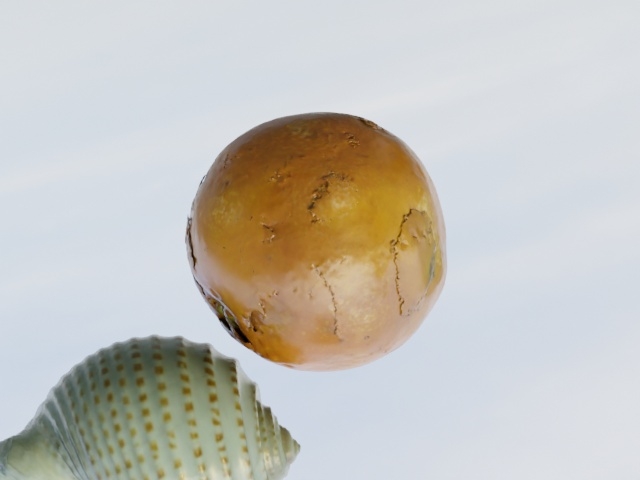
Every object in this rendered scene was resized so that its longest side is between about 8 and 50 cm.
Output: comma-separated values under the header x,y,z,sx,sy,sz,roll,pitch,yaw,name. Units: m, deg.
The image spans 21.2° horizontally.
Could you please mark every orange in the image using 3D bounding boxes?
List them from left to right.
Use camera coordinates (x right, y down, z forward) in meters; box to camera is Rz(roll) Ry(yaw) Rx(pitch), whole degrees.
x,y,z,sx,sy,sz,roll,pitch,yaw,name
0.000,0.000,1.570,0.246,0.246,0.246,-8,-161,3,orange

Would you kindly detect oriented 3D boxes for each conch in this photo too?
x,y,z,sx,sy,sz,roll,pitch,yaw,name
-0.169,0.233,1.644,0.319,0.303,0.215,0,-160,31,conch
